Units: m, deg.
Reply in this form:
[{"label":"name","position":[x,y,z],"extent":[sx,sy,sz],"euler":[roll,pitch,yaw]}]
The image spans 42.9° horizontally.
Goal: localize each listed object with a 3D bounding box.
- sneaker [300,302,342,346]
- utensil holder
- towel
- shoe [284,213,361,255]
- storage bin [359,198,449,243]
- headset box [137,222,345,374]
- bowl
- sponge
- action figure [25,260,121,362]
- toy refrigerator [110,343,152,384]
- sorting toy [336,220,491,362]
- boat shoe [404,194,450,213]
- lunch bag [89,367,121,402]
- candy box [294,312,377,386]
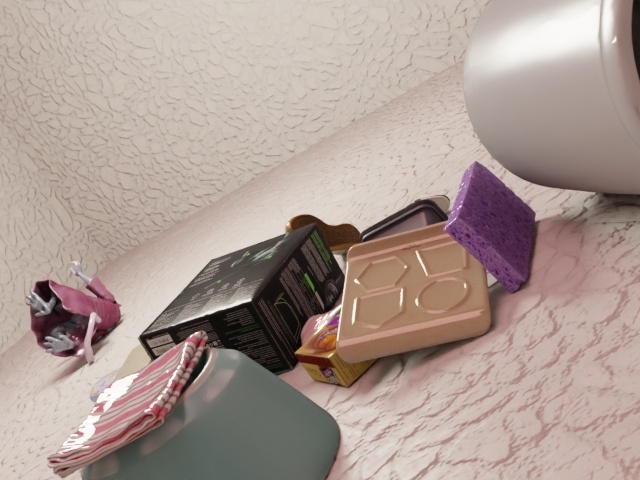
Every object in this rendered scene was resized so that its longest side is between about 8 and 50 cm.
[{"label":"sneaker","position":[0.024,0.117,1.210],"extent":[0.134,0.051,0.070],"euler":[-39,18,-2]},{"label":"utensil holder","position":[0.377,-0.208,0.933],"extent":[0.327,0.328,0.385],"euler":[-36,10,-8]},{"label":"towel","position":[-0.206,0.172,0.898],"extent":[0.144,0.029,0.197],"euler":[-30,13,16]},{"label":"shoe","position":[0.000,0.000,1.525],"extent":[0.058,0.077,0.219],"euler":[-37,-24,28]},{"label":"storage bin","position":[0.136,0.020,1.233],"extent":[0.135,0.098,0.091],"euler":[-28,42,25]},{"label":"headset box","position":[-0.119,0.108,1.370],"extent":[0.246,0.131,0.283],"euler":[-19,19,30]},{"label":"bowl","position":[-0.150,0.241,0.944],"extent":[0.311,0.163,0.311],"euler":[-33,12,8]},{"label":"sponge","position":[0.227,-0.025,1.072],"extent":[0.031,0.117,0.210],"euler":[-46,5,30]},{"label":"action figure","position":[-0.656,0.197,2.319],"extent":[0.275,0.248,0.370],"euler":[7,2,20]},{"label":"toy refrigerator","position":[-0.284,0.253,1.373],"extent":[0.094,0.102,0.269],"euler":[-32,12,10]},{"label":"sorting toy","position":[0.120,0.063,1.046],"extent":[0.192,0.038,0.208],"euler":[-15,36,17]},{"label":"boat shoe","position":[0.187,-0.057,1.467],"extent":[0.125,0.046,0.038],"euler":[-33,14,47]},{"label":"lunch bag","position":[-0.425,0.300,1.665],"extent":[0.071,0.053,0.083],"euler":[-29,4,14]},{"label":"candy box","position":[0.064,0.116,1.114],"extent":[0.186,0.053,0.109],"euler":[-38,13,-24]}]
